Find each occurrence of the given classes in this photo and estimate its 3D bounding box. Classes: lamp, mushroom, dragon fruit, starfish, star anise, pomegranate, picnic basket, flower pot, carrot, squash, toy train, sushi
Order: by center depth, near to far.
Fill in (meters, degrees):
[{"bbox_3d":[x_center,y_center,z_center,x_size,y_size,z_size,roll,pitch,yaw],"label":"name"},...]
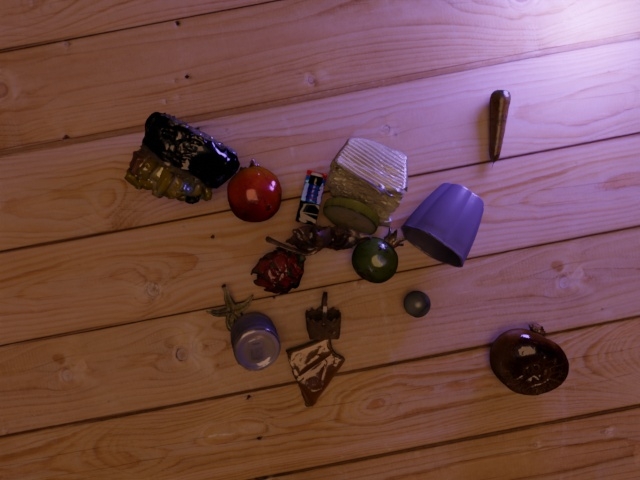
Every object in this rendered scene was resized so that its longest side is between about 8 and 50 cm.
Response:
[{"bbox_3d":[-0.479,-0.258,1.736,0.329,0.328,0.285,29,94,3],"label":"sushi"},{"bbox_3d":[0.001,-0.002,1.813,0.350,0.292,0.109,4,75,-36],"label":"star anise"},{"bbox_3d":[-0.244,-0.179,1.823,0.210,0.210,0.235,-16,69,0],"label":"pomegranate"},{"bbox_3d":[0.468,-0.070,1.830,0.265,0.265,0.243,34,84,-4],"label":"flower pot"},{"bbox_3d":[0.113,-0.089,1.837,0.219,0.219,0.041,25,72,-3],"label":"squash"},{"bbox_3d":[-0.033,-0.158,1.863,0.083,0.131,0.204,13,94,-2],"label":"toy train"},{"bbox_3d":[-0.154,0.116,1.870,0.182,0.189,0.182,9,69,-25],"label":"dragon fruit"},{"bbox_3d":[0.226,0.052,1.877,0.224,0.181,0.181,-43,95,-20],"label":"pomegranate"},{"bbox_3d":[0.670,-0.420,1.891,0.078,0.078,0.298,4,98,-2],"label":"carrot"},{"bbox_3d":[0.010,0.283,1.901,0.138,0.128,0.178,0,112,-4],"label":"picnic basket"},{"bbox_3d":[0.806,0.462,1.918,0.297,0.163,0.278,21,95,-1],"label":"mushroom"},{"bbox_3d":[0.372,0.245,1.920,0.105,0.105,0.105,0,95,-1],"label":"lamp"},{"bbox_3d":[-0.327,0.270,1.928,0.176,0.053,0.208,-34,113,0],"label":"starfish"}]

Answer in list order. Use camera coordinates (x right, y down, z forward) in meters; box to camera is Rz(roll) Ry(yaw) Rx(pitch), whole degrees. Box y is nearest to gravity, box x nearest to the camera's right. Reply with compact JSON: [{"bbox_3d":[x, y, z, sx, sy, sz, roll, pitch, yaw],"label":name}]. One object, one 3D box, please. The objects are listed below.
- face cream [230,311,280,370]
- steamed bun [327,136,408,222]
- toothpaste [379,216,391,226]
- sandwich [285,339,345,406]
[{"bbox_3d":[-0.246,0.378,1.873,0.177,0.153,0.177,-4,106,-13],"label":"face cream"},{"bbox_3d":[0.163,-0.210,1.827,0.290,0.272,0.273,28,53,-3],"label":"steamed bun"},{"bbox_3d":[0.175,-0.090,1.922,0.195,0.043,0.067,13,97,4],"label":"toothpaste"},{"bbox_3d":[0.001,0.511,1.955,0.212,0.063,0.245,-20,96,-1],"label":"sandwich"}]
